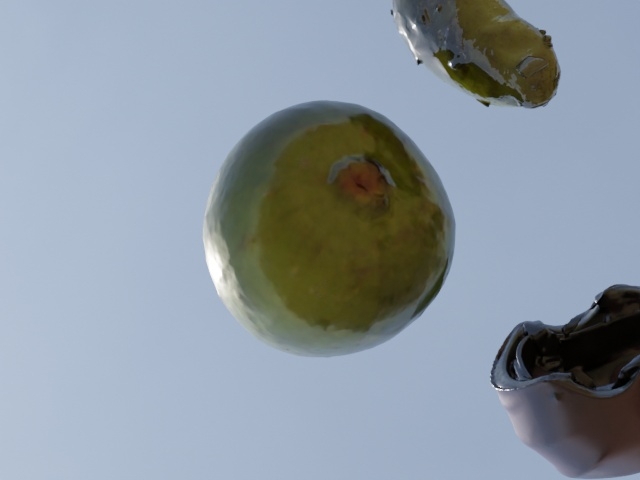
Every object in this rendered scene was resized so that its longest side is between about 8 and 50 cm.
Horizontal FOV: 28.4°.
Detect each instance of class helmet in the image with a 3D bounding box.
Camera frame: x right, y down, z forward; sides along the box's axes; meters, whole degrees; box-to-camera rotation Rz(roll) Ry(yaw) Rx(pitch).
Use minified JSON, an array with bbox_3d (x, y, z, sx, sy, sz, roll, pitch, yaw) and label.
[{"bbox_3d":[0.401,0.191,1.648,0.338,0.271,0.197,-18,-76,2],"label":"helmet"}]

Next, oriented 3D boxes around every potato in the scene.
[{"bbox_3d":[0.149,-0.201,1.241,0.090,0.225,0.117,-28,-38,-21],"label":"potato"}]

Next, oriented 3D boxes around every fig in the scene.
[{"bbox_3d":[0.000,0.000,1.314,0.258,0.326,0.258,2,-105,-8],"label":"fig"}]
